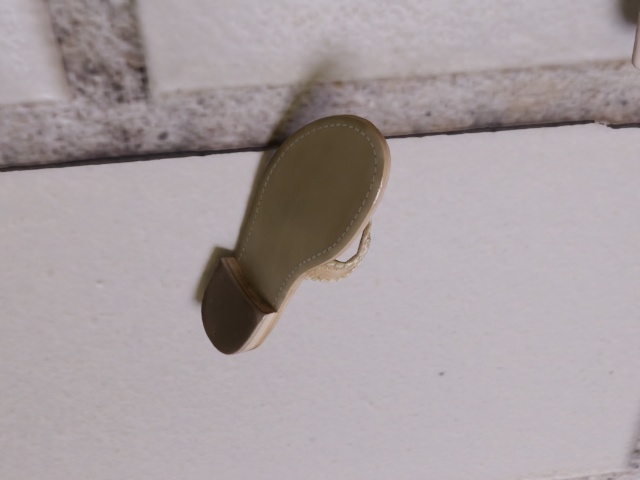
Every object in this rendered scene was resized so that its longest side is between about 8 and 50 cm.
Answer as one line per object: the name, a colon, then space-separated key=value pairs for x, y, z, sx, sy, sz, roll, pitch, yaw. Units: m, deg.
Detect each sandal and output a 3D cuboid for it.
sandal: x=-0.003 y=-0.005 z=0.663 sx=0.079 sy=0.088 sz=0.240 roll=-11 pitch=149 yaw=-44

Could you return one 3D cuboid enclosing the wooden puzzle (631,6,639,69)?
wooden puzzle: x=0.303 y=-0.219 z=0.539 sx=0.239 sy=0.044 sz=0.220 roll=-12 pitch=131 yaw=-6
